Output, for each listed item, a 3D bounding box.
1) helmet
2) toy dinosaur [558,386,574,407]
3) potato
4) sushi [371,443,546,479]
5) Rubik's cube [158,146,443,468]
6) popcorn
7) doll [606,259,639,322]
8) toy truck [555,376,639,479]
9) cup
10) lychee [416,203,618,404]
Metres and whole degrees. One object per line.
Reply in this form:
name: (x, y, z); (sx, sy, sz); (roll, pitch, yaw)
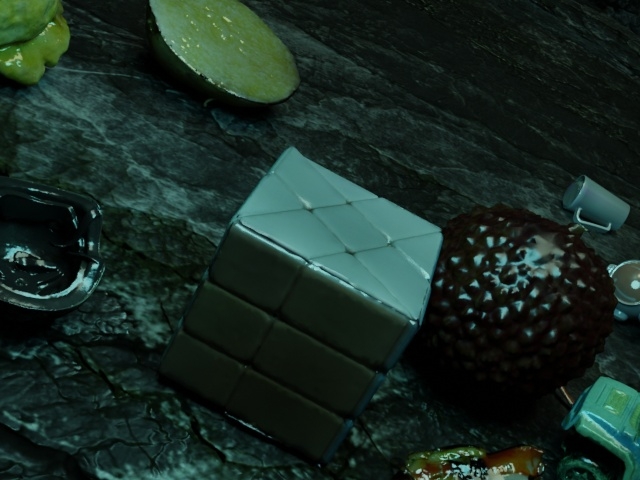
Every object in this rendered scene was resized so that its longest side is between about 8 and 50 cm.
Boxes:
helmet: (-0.324, 0.022, 1.072); (0.153, 0.107, 0.176); (15, 52, -25)
toy dinosaur: (0.332, 0.146, 1.446); (0.101, 0.055, 0.279); (-13, 50, -35)
potato: (-0.186, -0.311, 1.668); (0.299, 0.116, 0.239); (39, 37, -3)
sushi: (0.145, 0.280, 1.056); (0.226, 0.097, 0.103); (-1, 33, -16)
Rubik's cube: (-0.017, 0.069, 1.115); (0.221, 0.224, 0.231); (29, 29, 0)
popcorn: (-0.481, -0.335, 1.402); (0.254, 0.190, 0.191); (5, 44, -39)
doll: (0.587, 0.126, 1.600); (0.287, 0.150, 0.151); (36, 31, 27)
toy truck: (0.433, 0.286, 1.211); (0.279, 0.156, 0.155); (37, 32, 14)
cup: (0.531, -0.060, 1.903); (0.116, 0.074, 0.104); (30, 54, -5)
lychee: (0.255, 0.075, 1.285); (0.264, 0.264, 0.300); (38, 63, 17)
